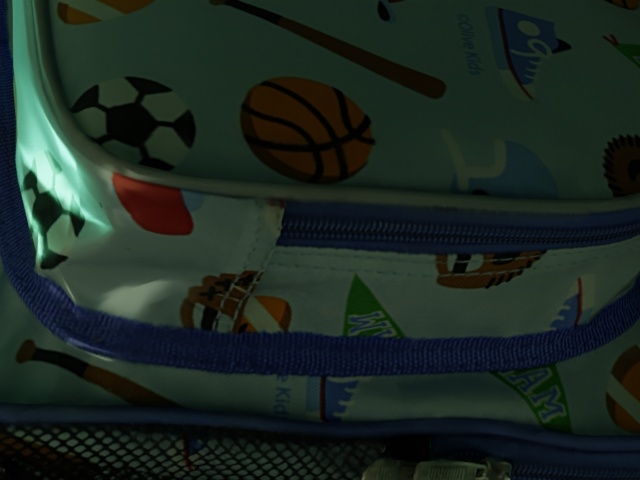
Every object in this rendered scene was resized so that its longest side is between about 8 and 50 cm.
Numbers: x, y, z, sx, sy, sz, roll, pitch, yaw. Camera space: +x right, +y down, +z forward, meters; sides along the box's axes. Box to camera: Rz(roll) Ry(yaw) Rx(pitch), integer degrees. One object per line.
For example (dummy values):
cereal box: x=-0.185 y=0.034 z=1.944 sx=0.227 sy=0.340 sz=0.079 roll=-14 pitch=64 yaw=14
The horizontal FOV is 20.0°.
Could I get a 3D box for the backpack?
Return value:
backpack: x=0.000 y=0.000 z=0.516 sx=0.263 sy=0.276 sz=0.213 roll=11 pitch=133 yaw=-24
